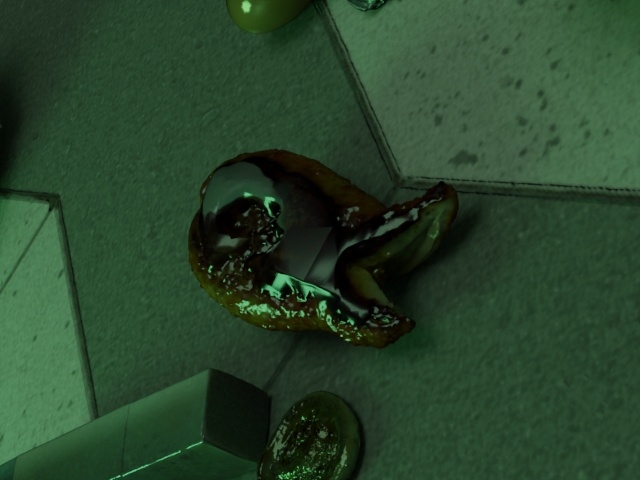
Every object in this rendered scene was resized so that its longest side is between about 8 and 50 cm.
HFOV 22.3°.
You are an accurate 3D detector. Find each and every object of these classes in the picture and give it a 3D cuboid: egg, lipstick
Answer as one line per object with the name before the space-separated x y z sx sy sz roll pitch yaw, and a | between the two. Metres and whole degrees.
egg | -0.046 -0.229 1.447 0.096 0.080 0.080 -51 35 10
lipstick | -0.171 0.188 1.326 0.317 0.066 0.068 -27 47 40

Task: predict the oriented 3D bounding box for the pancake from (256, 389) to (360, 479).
pancake | -0.011 0.159 1.183 0.108 0.017 0.108 -35 38 33

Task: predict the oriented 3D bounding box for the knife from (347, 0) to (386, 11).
knife | -0.040 -0.300 1.385 0.296 0.026 0.044 48 132 10

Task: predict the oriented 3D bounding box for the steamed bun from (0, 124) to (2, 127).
steamed bun | -0.513 -0.090 1.827 0.312 0.233 0.334 -30 36 41

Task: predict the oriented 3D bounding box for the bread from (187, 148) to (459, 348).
bread | -0.005 0.007 1.230 0.269 0.095 0.139 16 82 41
